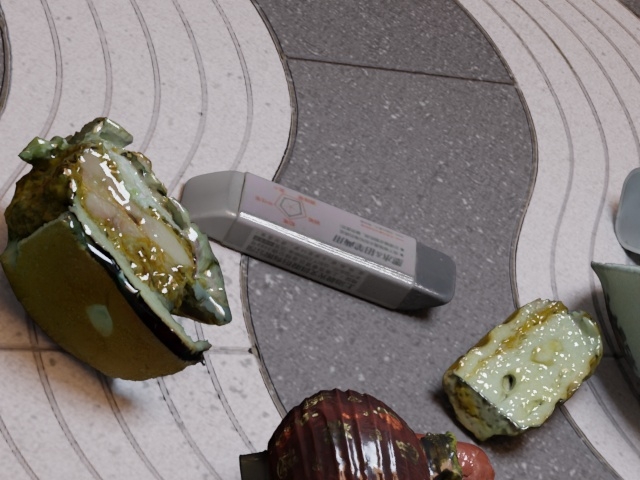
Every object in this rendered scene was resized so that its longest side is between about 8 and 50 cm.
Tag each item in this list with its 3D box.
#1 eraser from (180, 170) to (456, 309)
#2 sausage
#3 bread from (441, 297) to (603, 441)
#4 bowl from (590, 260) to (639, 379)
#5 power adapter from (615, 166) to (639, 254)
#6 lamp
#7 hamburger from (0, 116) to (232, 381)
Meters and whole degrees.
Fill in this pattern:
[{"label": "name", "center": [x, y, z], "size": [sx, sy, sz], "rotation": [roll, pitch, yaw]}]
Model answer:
[{"label": "eraser", "center": [0.000, 0.000, 1.989], "size": [0.352, 0.061, 0.089], "rotation": [22, 42, -13]}, {"label": "sausage", "center": [0.125, 0.254, 1.818], "size": [0.141, 0.076, 0.076], "rotation": [16, 44, -21]}, {"label": "bread", "center": [0.249, 0.160, 1.983], "size": [0.128, 0.088, 0.232], "rotation": [38, 47, 18]}, {"label": "bowl", "center": [0.541, 0.150, 2.041], "size": [0.435, 0.196, 0.435], "rotation": [9, 2, 0]}, {"label": "power adapter", "center": [0.570, -0.026, 2.285], "size": [0.255, 0.124, 0.187], "rotation": [3, 12, -29]}, {"label": "lamp", "center": [0.035, 0.265, 1.631], "size": [0.247, 0.247, 0.247], "rotation": [18, 44, -18]}, {"label": "hamburger", "center": [-0.236, 0.017, 1.744], "size": [0.288, 0.192, 0.167], "rotation": [54, 45, -16]}]
